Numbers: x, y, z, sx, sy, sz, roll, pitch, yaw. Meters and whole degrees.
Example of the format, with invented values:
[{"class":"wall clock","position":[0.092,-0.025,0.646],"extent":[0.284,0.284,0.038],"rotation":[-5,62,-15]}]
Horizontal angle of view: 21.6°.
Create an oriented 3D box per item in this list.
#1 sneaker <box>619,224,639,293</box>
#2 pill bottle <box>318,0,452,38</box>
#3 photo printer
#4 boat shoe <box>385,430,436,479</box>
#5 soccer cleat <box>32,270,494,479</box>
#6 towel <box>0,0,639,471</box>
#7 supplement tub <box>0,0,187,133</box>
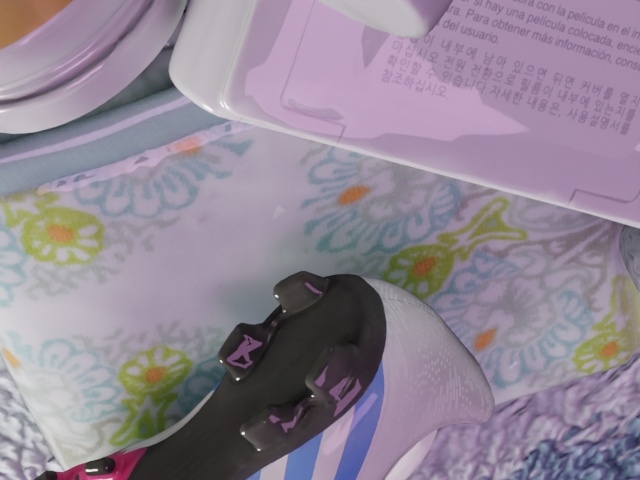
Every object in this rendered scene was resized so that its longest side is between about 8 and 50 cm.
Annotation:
[{"class":"sneaker","position":[0.314,0.014,0.934],"extent":[0.210,0.137,0.366],"rotation":[-35,155,17]},{"class":"pill bottle","position":[0.059,-0.257,0.493],"extent":[0.210,0.210,0.363],"rotation":[33,90,-38]},{"class":"photo printer","position":[0.100,-0.174,0.702],"extent":[0.256,0.107,0.308],"rotation":[13,108,-20]},{"class":"boat shoe","position":[0.007,0.159,1.098],"extent":[0.063,0.066,0.184],"rotation":[25,127,-17]},{"class":"soccer cleat","position":[-0.047,0.148,0.913],"extent":[0.331,0.116,0.143],"rotation":[-40,133,24]},{"class":"towel","position":[0.000,0.000,0.916],"extent":[0.374,0.090,0.320],"rotation":[-15,135,-1]},{"class":"supplement tub","position":[-0.154,-0.151,0.679],"extent":[0.144,0.144,0.200],"rotation":[-27,135,11]}]
